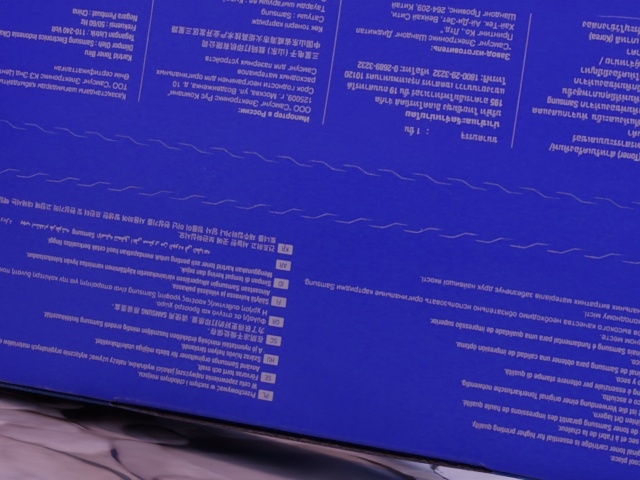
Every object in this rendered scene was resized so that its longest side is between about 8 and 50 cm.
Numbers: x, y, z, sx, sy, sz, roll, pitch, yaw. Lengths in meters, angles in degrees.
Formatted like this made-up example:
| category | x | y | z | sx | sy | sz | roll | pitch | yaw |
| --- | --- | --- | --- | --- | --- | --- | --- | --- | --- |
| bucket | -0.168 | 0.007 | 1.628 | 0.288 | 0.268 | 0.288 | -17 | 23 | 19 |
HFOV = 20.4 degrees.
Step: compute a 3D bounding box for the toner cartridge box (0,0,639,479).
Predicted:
| category | x | y | z | sx | sy | sz | roll | pitch | yaw |
| --- | --- | --- | --- | --- | --- | --- | --- | --- | --- |
| toner cartridge box | 0.014 | -0.014 | 0.608 | 0.348 | 0.165 | 0.075 | 9 | 2 | 19 |
